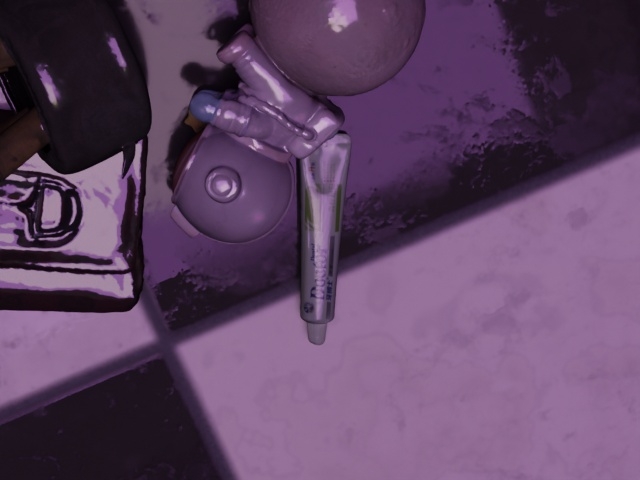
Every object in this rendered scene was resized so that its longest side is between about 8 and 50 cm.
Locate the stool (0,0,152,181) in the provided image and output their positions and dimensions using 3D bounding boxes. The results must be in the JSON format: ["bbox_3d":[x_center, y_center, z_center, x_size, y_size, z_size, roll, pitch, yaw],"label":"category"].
[{"bbox_3d":[-0.233,-0.139,0.897,0.139,0.228,0.153,-29,150,-20],"label":"stool"}]

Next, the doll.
[{"bbox_3d":[-0.030,-0.119,0.947,0.151,0.151,0.287,29,104,-16],"label":"doll"}]

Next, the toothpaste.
[{"bbox_3d":[0.000,0.000,1.041,0.048,0.029,0.197,0,103,-10],"label":"toothpaste"}]

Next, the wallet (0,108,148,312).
[{"bbox_3d":[-0.263,-0.023,0.982,0.229,0.049,0.182,2,102,-12],"label":"wallet"}]
